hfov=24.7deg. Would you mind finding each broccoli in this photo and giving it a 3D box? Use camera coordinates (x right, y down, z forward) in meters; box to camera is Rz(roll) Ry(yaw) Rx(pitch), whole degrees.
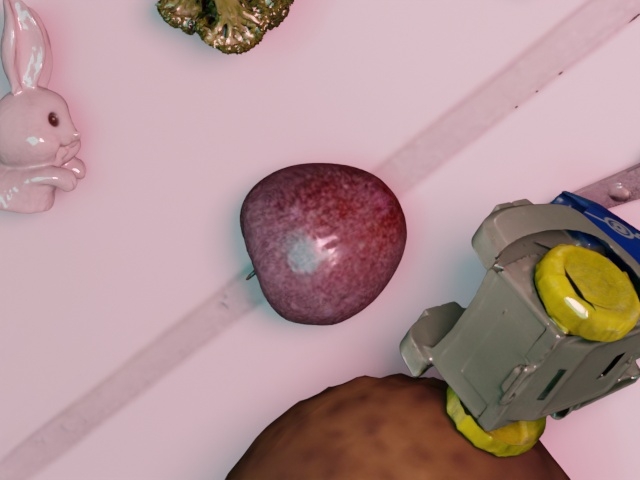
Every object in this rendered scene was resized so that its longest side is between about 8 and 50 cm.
[{"bbox_3d":[-0.091,-0.261,1.475,0.146,0.138,0.162,3,79,26],"label":"broccoli"}]

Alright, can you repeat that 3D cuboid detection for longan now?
[{"bbox_3d":[0.072,0.328,1.413,0.391,0.391,0.391,2,99,16],"label":"longan"}]

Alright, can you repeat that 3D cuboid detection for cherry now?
[{"bbox_3d":[0.003,0.003,1.489,0.176,0.140,0.176,-1,84,11],"label":"cherry"}]

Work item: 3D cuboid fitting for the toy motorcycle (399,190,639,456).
[{"bbox_3d":[0.235,0.049,1.363,0.200,0.326,0.191,50,130,24],"label":"toy motorcycle"}]

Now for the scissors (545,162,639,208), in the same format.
[{"bbox_3d":[0.320,-0.058,1.424,0.360,0.029,0.191,-22,117,24],"label":"scissors"}]

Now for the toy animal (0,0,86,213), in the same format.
[{"bbox_3d":[-0.303,-0.144,1.575,0.131,0.104,0.221,16,103,15],"label":"toy animal"}]
